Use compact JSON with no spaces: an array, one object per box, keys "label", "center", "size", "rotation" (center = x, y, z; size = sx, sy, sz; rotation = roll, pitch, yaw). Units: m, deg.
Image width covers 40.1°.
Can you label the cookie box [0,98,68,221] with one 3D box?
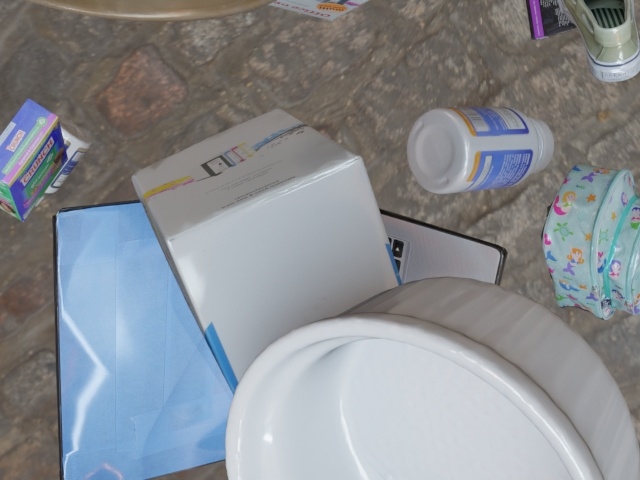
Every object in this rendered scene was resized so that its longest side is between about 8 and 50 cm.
[{"label":"cookie box","center":[-0.311,-0.082,0.927],"size":[0.040,0.107,0.092],"rotation":[29,69,1]}]

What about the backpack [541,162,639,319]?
[{"label":"backpack","center":[0.487,-0.003,1.515],"size":[0.191,0.225,0.253],"rotation":[12,151,40]}]

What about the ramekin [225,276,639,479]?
[{"label":"ramekin","center":[0.083,0.160,0.610],"size":[0.277,0.135,0.277],"rotation":[13,114,30]}]

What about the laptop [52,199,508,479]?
[{"label":"laptop","center":[-0.055,0.157,0.974],"size":[0.407,0.236,0.382],"rotation":[18,118,22]}]

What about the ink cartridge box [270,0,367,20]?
[{"label":"ink cartridge box","center":[0.002,-0.322,0.916],"size":[0.128,0.176,0.127],"rotation":[9,86,-24]}]

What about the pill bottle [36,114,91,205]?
[{"label":"pill bottle","center":[-0.377,-0.108,1.212],"size":[0.067,0.067,0.120],"rotation":[39,101,-5]}]

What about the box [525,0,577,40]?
[{"label":"box","center":[0.455,-0.441,1.598],"size":[0.162,0.029,0.116],"rotation":[-8,91,38]}]

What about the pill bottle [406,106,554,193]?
[{"label":"pill bottle","center":[0.302,-0.169,1.613],"size":[0.152,0.272,0.152],"rotation":[10,103,49]}]

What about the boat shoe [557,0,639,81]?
[{"label":"boat shoe","center":[0.421,-0.361,1.308],"size":[0.109,0.302,0.094],"rotation":[-10,136,8]}]

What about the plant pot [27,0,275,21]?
[{"label":"plant pot","center":[-0.120,-0.230,0.549],"size":[0.237,0.237,0.110],"rotation":[0,84,10]}]

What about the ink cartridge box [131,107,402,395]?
[{"label":"ink cartridge box","center":[-0.052,0.005,0.797],"size":[0.168,0.232,0.171],"rotation":[-25,113,-10]}]
